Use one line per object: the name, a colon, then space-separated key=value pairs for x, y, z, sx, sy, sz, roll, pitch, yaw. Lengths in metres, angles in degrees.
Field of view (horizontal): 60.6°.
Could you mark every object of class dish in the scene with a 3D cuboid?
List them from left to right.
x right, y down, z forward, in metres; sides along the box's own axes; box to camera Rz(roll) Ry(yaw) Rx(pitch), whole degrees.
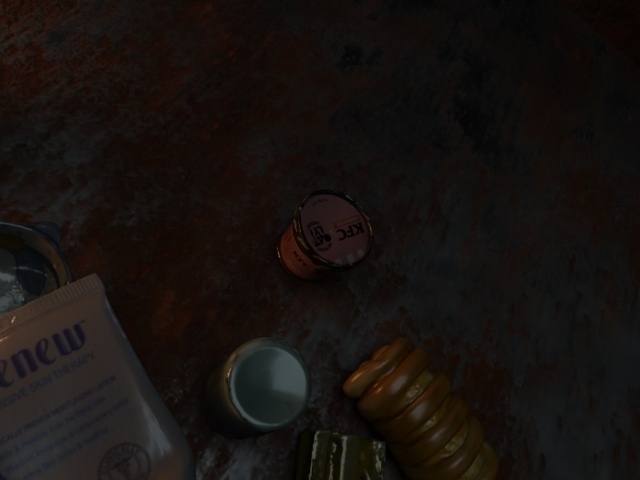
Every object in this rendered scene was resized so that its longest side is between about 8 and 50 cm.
dish: x=-0.469 y=0.071 z=0.773 sx=0.236 sy=0.086 sz=0.227 roll=-31 pitch=81 yaw=-34

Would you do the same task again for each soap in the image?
soap: x=0.023 y=0.421 z=0.853 sx=0.135 sy=0.076 sz=0.233 roll=17 pitch=61 yaw=-19

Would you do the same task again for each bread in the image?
bread: x=0.192 y=0.321 z=0.959 sx=0.173 sy=0.121 sz=0.311 roll=-35 pitch=86 yaw=-35

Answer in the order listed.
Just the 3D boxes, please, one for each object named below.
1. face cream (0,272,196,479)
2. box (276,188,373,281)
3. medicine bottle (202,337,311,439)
face cream: x=-0.285 y=0.254 z=0.652 sx=0.235 sy=0.137 sz=0.420 roll=-30 pitch=70 yaw=-22
box: x=0.000 y=0.000 z=1.012 sx=0.151 sy=0.135 sz=0.151 roll=12 pitch=63 yaw=-25
medicine bottle: x=-0.102 y=0.229 z=0.828 sx=0.135 sy=0.168 sz=0.135 roll=12 pitch=61 yaw=-22
